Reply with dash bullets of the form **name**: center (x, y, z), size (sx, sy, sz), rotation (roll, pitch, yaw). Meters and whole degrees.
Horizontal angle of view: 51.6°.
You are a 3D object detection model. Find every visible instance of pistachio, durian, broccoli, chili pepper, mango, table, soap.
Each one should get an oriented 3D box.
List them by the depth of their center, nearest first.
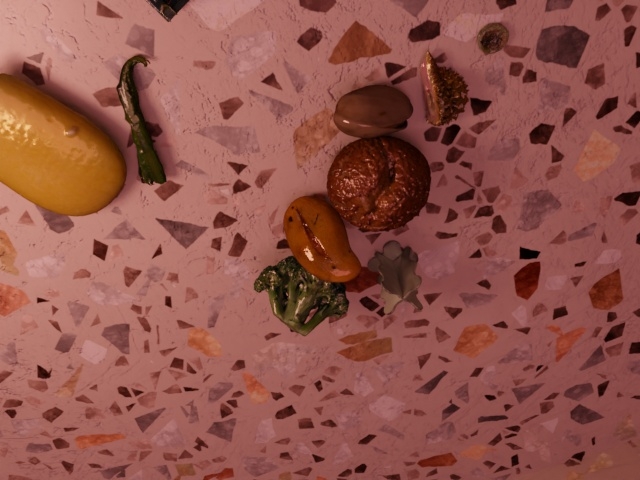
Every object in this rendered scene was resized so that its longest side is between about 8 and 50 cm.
- **soap**: center (-0.726, -0.232, 1.748), size (0.306, 0.115, 0.427), rotation (-42, 120, 17)
- **chili pepper**: center (-0.474, -0.307, 1.754), size (0.084, 0.076, 0.359), rotation (11, 128, 17)
- **pistachio**: center (0.142, -0.337, 1.756), size (0.237, 0.153, 0.138), rotation (-15, 143, -33)
- **durian**: center (0.325, -0.400, 1.764), size (0.140, 0.078, 0.224), rotation (-25, 126, 11)
- **mango**: center (-0.003, -0.003, 1.896), size (0.177, 0.295, 0.120), rotation (-35, 153, 6)
- **broccoli**: center (-0.054, 0.162, 2.029), size (0.294, 0.245, 0.265), rotation (25, 153, 8)
- **table**: center (0.241, 0.123, 2.057), size (0.166, 0.198, 0.167), rotation (-3, 125, -4)

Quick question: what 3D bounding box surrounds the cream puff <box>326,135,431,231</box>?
- **cream puff**: center (0.164, -0.147, 1.849), size (0.302, 0.212, 0.303), rotation (-1, 127, -1)

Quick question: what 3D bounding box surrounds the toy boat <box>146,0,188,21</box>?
- **toy boat**: center (-0.411, -0.637, 1.487), size (0.114, 0.122, 0.296), rotation (-47, 118, -4)

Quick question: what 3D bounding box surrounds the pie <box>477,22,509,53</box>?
- **pie**: center (0.451, -0.527, 1.724), size (0.085, 0.017, 0.085), rotation (-3, 126, -4)
